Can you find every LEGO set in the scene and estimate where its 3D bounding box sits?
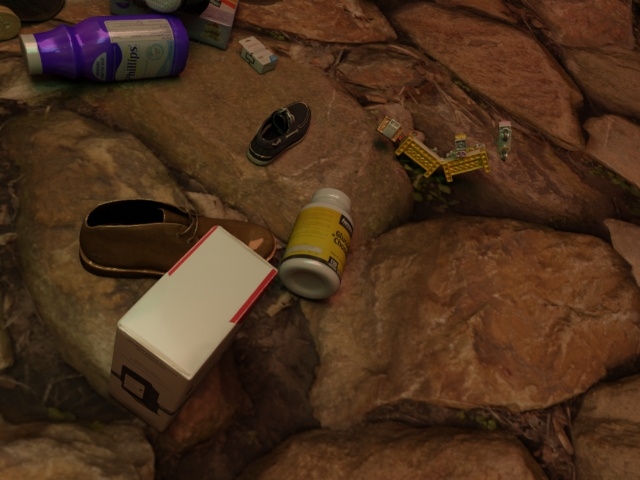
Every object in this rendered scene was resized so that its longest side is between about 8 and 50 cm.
[{"bbox_3d":[0.266,-0.212,1.159,0.287,0.132,0.107,7,34,10],"label":"LEGO set"}]

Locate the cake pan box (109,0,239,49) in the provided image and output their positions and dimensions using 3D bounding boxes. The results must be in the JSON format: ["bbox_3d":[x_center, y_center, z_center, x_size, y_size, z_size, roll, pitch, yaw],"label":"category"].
[{"bbox_3d":[-0.315,-0.563,1.184,0.267,0.070,0.245,14,51,-12],"label":"cake pan box"}]

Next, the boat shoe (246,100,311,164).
[{"bbox_3d":[-0.071,-0.228,1.053,0.075,0.065,0.206,34,51,3],"label":"boat shoe"}]

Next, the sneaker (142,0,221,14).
[{"bbox_3d":[-0.315,-0.525,1.060,0.268,0.101,0.153,42,33,27],"label":"sneaker"}]

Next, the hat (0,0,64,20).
[{"bbox_3d":[-0.615,-0.576,0.974,0.331,0.134,0.331,17,59,-30],"label":"hat"}]

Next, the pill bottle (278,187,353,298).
[{"bbox_3d":[0.000,0.000,0.901,0.103,0.103,0.184,22,52,-7],"label":"pill bottle"}]

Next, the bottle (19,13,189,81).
[{"bbox_3d":[-0.390,-0.352,0.973,0.283,0.118,0.092,-17,69,-32],"label":"bottle"}]

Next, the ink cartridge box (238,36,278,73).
[{"bbox_3d":[-0.141,-0.412,1.174,0.083,0.028,0.048,45,53,11],"label":"ink cartridge box"}]

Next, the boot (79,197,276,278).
[{"bbox_3d":[-0.205,-0.003,0.814,0.306,0.115,0.112,-1,56,-24],"label":"boot"}]

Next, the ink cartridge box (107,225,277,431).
[{"bbox_3d":[-0.168,0.119,0.667,0.100,0.237,0.172,37,51,1],"label":"ink cartridge box"}]

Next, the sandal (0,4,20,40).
[{"bbox_3d":[-0.622,-0.346,0.895,0.079,0.088,0.240,44,47,18],"label":"sandal"}]
